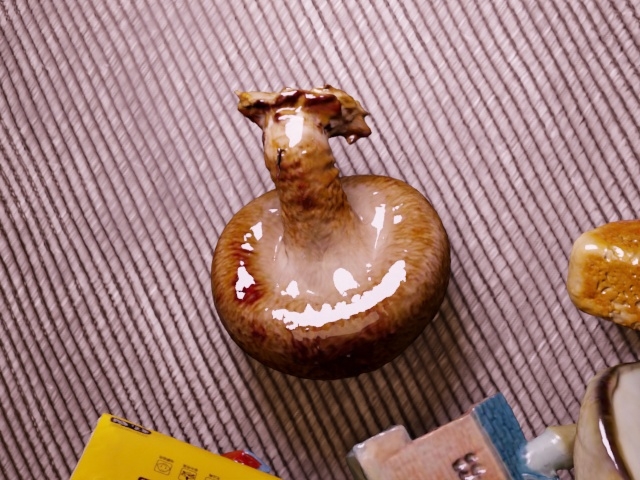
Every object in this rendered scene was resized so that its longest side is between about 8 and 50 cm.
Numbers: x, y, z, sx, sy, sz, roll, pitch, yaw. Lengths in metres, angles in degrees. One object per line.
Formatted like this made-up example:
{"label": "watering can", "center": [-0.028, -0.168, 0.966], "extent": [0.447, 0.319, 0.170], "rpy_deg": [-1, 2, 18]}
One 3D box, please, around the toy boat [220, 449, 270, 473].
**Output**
{"label": "toy boat", "center": [-0.157, 0.366, 1.551], "extent": [0.173, 0.069, 0.059], "rpy_deg": [-26, 100, 11]}

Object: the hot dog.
{"label": "hot dog", "center": [0.480, 0.053, 1.426], "extent": [0.256, 0.153, 0.150], "rpy_deg": [18, 118, 21]}

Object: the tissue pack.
{"label": "tissue pack", "center": [-0.183, 0.446, 1.384], "extent": [0.382, 0.293, 0.228], "rpy_deg": [22, 126, -3]}

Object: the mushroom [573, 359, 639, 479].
{"label": "mushroom", "center": [0.452, 0.292, 1.409], "extent": [0.292, 0.212, 0.217], "rpy_deg": [-4, 44, -20]}

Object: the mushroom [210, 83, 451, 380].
{"label": "mushroom", "center": [0.020, 0.006, 1.423], "extent": [0.331, 0.356, 0.334], "rpy_deg": [7, 52, -6]}

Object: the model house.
{"label": "model house", "center": [0.237, 0.344, 1.455], "extent": [0.325, 0.194, 0.267], "rpy_deg": [-26, 79, -7]}
